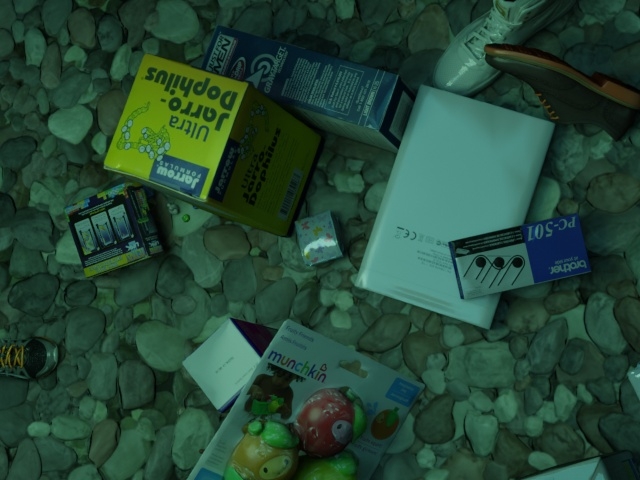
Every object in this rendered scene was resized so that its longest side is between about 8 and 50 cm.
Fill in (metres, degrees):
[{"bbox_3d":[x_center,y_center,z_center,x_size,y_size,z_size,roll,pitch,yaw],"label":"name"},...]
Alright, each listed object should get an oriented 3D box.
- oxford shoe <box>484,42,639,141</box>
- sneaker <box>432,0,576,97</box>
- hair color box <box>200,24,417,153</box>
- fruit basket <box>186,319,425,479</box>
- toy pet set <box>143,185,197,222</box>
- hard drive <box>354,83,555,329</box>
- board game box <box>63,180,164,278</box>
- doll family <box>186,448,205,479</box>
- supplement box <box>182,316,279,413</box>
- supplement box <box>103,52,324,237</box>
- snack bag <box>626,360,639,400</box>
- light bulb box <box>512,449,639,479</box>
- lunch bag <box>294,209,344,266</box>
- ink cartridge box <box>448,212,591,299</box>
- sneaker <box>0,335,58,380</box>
[{"bbox_3d":[0.376,-0.236,1.756,0.271,0.097,0.098,21,109,-3],"label":"oxford shoe"},{"bbox_3d":[0.284,-0.356,1.809,0.292,0.169,0.108,-43,72,10],"label":"sneaker"},{"bbox_3d":[-0.015,-0.258,1.895,0.347,0.174,0.105,19,87,21],"label":"hair color box"},{"bbox_3d":[-0.021,0.332,1.736,0.353,0.327,0.165,-55,37,6],"label":"fruit basket"},{"bbox_3d":[-0.306,-0.058,2.022,0.114,0.065,0.122,41,95,21],"label":"toy pet set"},{"bbox_3d":[0.221,-0.056,1.825,0.233,0.047,0.353,18,88,10],"label":"hard drive"},{"bbox_3d":[-0.375,-0.020,2.006,0.170,0.048,0.141,-17,92,35],"label":"board game box"},{"bbox_3d":[-0.164,0.431,1.886,0.111,0.076,0.193,-49,66,11],"label":"doll family"},{"bbox_3d":[-0.114,0.212,1.826,0.111,0.220,0.114,-44,69,7],"label":"supplement box"},{"bbox_3d":[-0.163,-0.147,1.831,0.194,0.356,0.195,19,88,21],"label":"supplement box"},{"bbox_3d":[0.640,0.287,1.587,0.323,0.037,0.342,-30,71,35],"label":"snack bag"},{"bbox_3d":[0.365,0.492,1.534,0.225,0.361,0.358,-20,75,17],"label":"light bulb box"},{"bbox_3d":[0.000,0.000,1.912,0.071,0.053,0.083,-19,66,13],"label":"lunch bag"},{"bbox_3d":[0.315,0.025,1.760,0.207,0.046,0.097,-12,88,0],"label":"ink cartridge box"},{"bbox_3d":[-0.590,0.219,2.067,0.215,0.083,0.084,-4,78,17],"label":"sneaker"}]
